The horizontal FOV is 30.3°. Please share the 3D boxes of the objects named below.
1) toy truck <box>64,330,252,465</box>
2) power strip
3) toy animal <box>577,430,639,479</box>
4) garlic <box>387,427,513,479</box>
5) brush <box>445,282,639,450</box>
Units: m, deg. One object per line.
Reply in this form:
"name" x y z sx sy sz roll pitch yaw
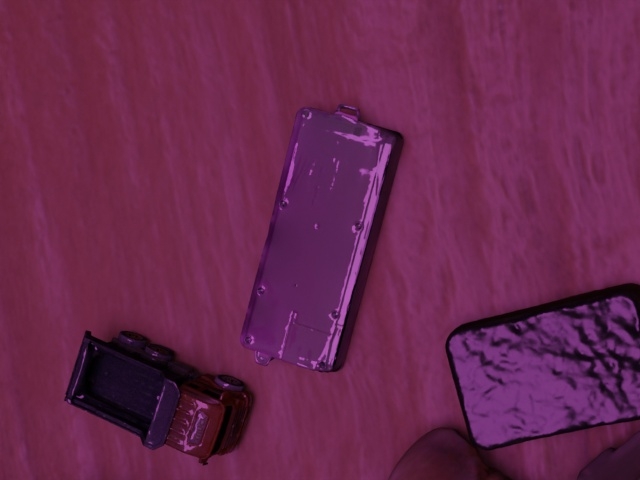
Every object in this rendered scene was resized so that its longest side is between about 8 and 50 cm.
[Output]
"toy truck" -0.175 0.162 1.245 0.192 0.092 0.083 22 98 17
"power strip" 0.000 0.000 1.203 0.109 0.037 0.279 17 98 18
"toy animal" 0.338 0.301 1.027 0.265 0.206 0.272 45 83 1
"garlic" 0.137 0.323 1.134 0.217 0.110 0.228 29 101 13
"brush" 0.223 0.121 1.118 0.197 0.059 0.123 -16 88 20
